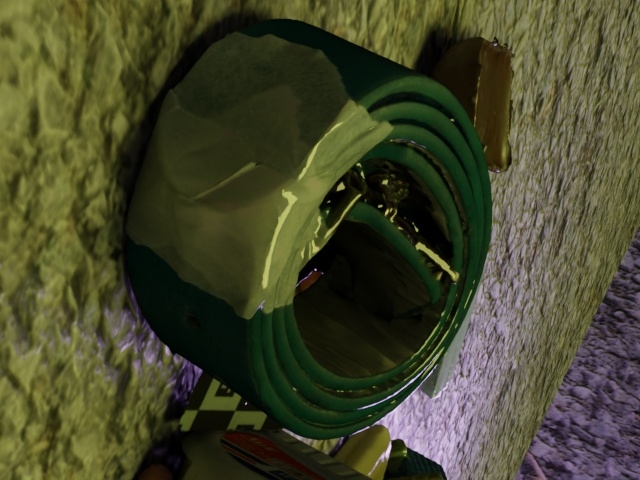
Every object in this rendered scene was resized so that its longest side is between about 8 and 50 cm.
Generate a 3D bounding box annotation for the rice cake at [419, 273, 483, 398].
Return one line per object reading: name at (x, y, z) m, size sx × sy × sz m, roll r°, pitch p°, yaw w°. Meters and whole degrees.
rice cake at (0.199, 0.140, 2.321) m, size 0.085 × 0.040 × 0.226 m, roll -38°, pitch 147°, yaw -57°

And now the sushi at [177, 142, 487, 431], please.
sushi at (0.002, 0.022, 1.549) m, size 0.343 × 0.064 × 0.359 m, roll 12°, pitch 106°, yaw -59°

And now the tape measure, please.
tape measure at (-0.036, 0.277, 1.486) m, size 0.265 × 0.258 × 0.130 m, roll 8°, pitch 105°, yaw -63°

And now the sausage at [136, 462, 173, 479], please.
sausage at (-0.166, 0.246, 1.411) m, size 0.083 × 0.034 × 0.034 m, roll -61°, pitch 162°, yaw -23°

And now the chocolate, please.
chocolate at (0.173, -0.160, 1.797) m, size 0.261 × 0.083 × 0.161 m, roll 2°, pitch 93°, yaw -74°

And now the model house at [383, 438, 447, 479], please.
model house at (0.114, 0.407, 2.244) m, size 0.214 × 0.195 × 0.189 m, roll -92°, pitch 174°, yaw -68°

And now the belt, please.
belt at (0.001, 0.001, 1.296) m, size 0.300 × 0.173 × 0.436 m, roll -55°, pitch 148°, yaw -11°

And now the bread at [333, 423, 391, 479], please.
bread at (0.029, 0.345, 2.054) m, size 0.178 × 0.060 × 0.139 m, roll -45°, pitch 153°, yaw -51°
